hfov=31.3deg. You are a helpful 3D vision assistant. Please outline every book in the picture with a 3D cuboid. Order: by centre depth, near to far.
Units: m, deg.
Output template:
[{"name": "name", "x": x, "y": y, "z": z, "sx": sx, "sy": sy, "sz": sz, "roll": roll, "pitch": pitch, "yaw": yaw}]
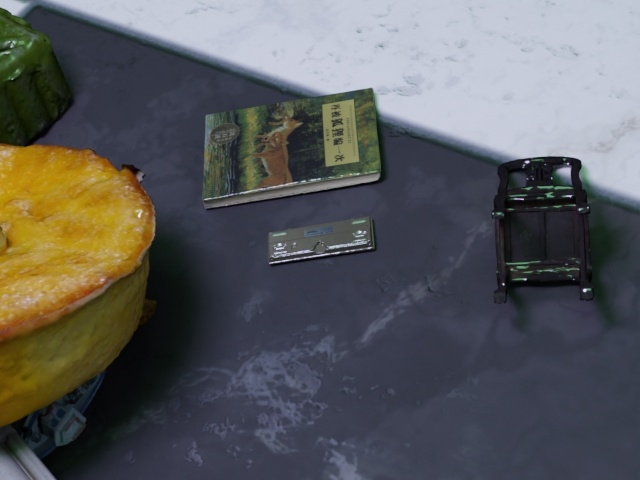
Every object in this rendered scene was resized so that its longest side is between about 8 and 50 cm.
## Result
[{"name": "book", "x": -0.038, "y": -0.121, "z": 1.468, "sx": 0.228, "sy": 0.024, "sz": 0.160, "roll": -9, "pitch": 49, "yaw": 8}]

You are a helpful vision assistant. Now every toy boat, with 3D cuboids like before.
[{"name": "toy boat", "x": -0.283, "y": 0.189, "z": 1.259, "sx": 0.066, "sy": 0.059, "sz": 0.140, "roll": 18, "pitch": 63, "yaw": 41}]

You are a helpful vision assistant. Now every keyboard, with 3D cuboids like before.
[{"name": "keyboard", "x": 0.000, "y": 0.000, "z": 1.371, "sx": 0.129, "sy": 0.015, "sz": 0.049, "roll": -9, "pitch": 46, "yaw": 7}]

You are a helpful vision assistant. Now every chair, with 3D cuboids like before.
[{"name": "chair", "x": 0.250, "y": -0.018, "z": 1.289, "sx": 0.106, "sy": 0.113, "sz": 0.229, "roll": -2, "pitch": 15, "yaw": 12}]

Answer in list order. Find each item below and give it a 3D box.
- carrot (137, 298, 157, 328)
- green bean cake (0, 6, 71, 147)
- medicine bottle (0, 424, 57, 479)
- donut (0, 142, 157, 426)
[{"name": "carrot", "x": -0.338, "y": 0.125, "z": 1.324, "sx": 0.314, "sy": 0.066, "sz": 0.066, "roll": -17, "pitch": 51, "yaw": -2}, {"name": "green bean cake", "x": -0.506, "y": -0.210, "z": 1.567, "sx": 0.247, "sy": 0.156, "sz": 0.250, "roll": 31, "pitch": 65, "yaw": 30}, {"name": "medicine bottle", "x": -0.378, "y": 0.326, "z": 1.134, "sx": 0.282, "sy": 0.123, "sz": 0.375, "roll": -42, "pitch": 53, "yaw": -14}, {"name": "donut", "x": -0.362, "y": 0.054, "z": 1.221, "sx": 0.377, "sy": 0.164, "sz": 0.435, "roll": 1, "pitch": 31, "yaw": 2}]
